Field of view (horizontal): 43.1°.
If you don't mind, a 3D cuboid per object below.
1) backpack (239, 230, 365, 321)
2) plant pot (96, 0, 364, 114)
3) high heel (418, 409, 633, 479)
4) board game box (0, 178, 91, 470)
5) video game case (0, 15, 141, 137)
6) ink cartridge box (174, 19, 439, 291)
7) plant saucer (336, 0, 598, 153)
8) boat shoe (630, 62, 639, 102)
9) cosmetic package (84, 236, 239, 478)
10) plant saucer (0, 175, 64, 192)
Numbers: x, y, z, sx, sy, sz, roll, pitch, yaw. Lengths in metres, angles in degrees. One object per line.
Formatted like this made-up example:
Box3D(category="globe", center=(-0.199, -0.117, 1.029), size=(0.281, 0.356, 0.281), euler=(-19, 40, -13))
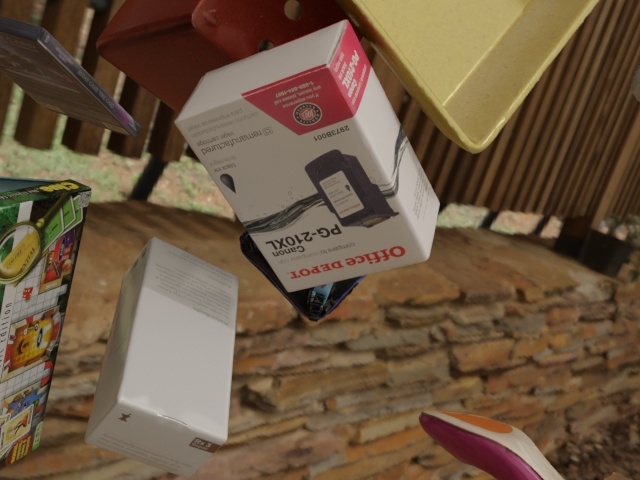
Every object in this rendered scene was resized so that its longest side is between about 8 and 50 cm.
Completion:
Box3D(category="backpack", center=(0.000, 0.000, 1.070), size=(0.158, 0.173, 0.117), euler=(45, -4, 1))
Box3D(category="plant pot", center=(-0.079, -0.274, 1.013), size=(0.267, 0.267, 0.236), euler=(36, -9, -24))
Box3D(category="high heel", center=(0.187, 0.244, 0.754), size=(0.244, 0.117, 0.082), euler=(17, 5, 31))
Box3D(category="board game box", center=(-0.259, 0.082, 0.653), size=(0.030, 0.260, 0.136), euler=(23, 19, 18))
Box3D(category="video game case", center=(-0.405, -0.245, 1.187), size=(0.196, 0.026, 0.274), euler=(19, -15, 21))
Box3D(category="ink cartridge box", center=(-0.004, -0.074, 0.821), size=(0.172, 0.237, 0.100), euler=(-14, 35, 26))
Box3D(category="plant saucer", center=(0.127, -0.306, 0.878), size=(0.333, 0.333, 0.081), euler=(49, -29, -15))
Box3D(category="boat shoe", center=(0.190, -0.107, 0.405), size=(0.049, 0.040, 0.142), euler=(26, 43, 10))
Box3D(category="cosmetic package", center=(-0.156, 0.115, 0.839), size=(0.117, 0.085, 0.231), euler=(27, 36, -21))
Box3D(category="plant saucer", center=(-0.392, -0.046, 0.979), size=(0.192, 0.067, 0.018), euler=(2, 11, -42))
